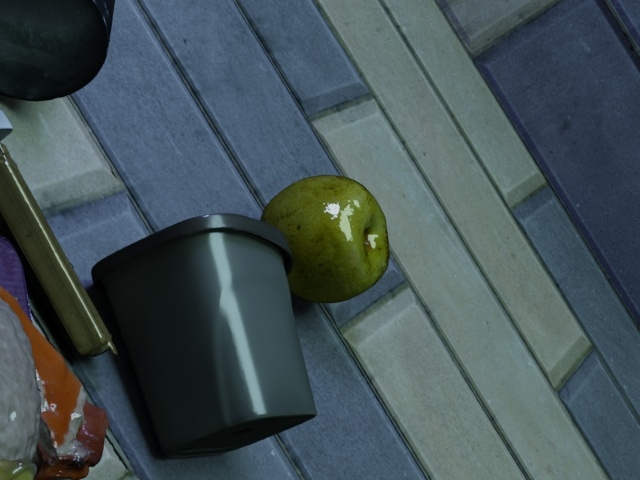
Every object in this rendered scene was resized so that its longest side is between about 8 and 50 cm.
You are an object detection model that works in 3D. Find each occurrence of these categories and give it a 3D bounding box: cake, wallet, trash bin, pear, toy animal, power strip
[{"bbox_3d":[-0.335,0.151,1.733,0.287,0.098,0.135,51,26,-15],"label":"cake"},{"bbox_3d":[-0.373,0.055,1.853,0.111,0.030,0.166,28,38,-46],"label":"wallet"},{"bbox_3d":[-0.363,-0.351,2.128,0.252,0.203,0.302,54,23,-34],"label":"trash bin"},{"bbox_3d":[0.000,0.000,2.429,0.197,0.197,0.197,42,29,-30],"label":"pear"},{"bbox_3d":[-0.373,0.162,1.541,0.226,0.188,0.358,51,31,-14],"label":"toy animal"},{"bbox_3d":[-0.333,0.012,1.946,0.305,0.044,0.064,61,0,3],"label":"power strip"},{"bbox_3d":[-0.132,0.125,2.018,0.219,0.219,0.250,7,62,-57],"label":"trash bin"}]

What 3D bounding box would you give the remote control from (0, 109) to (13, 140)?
[{"bbox_3d":[-0.451,-0.107,1.813,0.034,0.103,0.250,60,24,10],"label":"remote control"}]
